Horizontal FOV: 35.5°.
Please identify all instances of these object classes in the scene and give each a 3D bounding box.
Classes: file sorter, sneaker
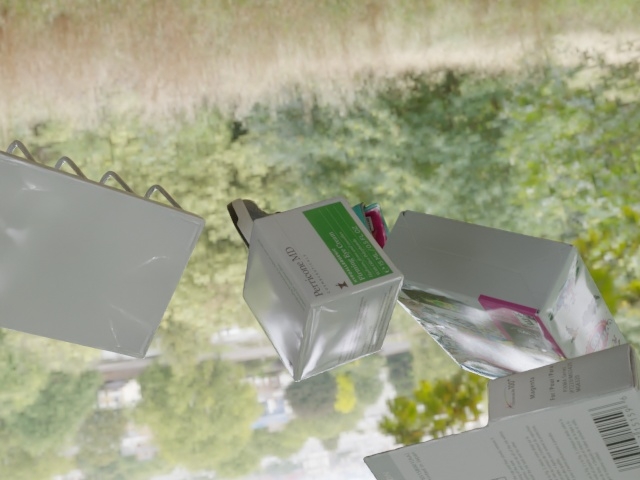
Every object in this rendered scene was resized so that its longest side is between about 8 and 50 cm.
[{"bbox_3d":[-0.323,-0.006,1.200,0.278,0.192,0.173,18,-168,-34],"label":"file sorter"},{"bbox_3d":[0.000,0.000,1.339,0.178,0.295,0.123,-31,135,-9],"label":"sneaker"}]

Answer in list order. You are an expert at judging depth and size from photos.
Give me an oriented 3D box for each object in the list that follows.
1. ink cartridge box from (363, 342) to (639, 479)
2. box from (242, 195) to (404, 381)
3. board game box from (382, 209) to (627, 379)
[{"bbox_3d":[0.205,0.234,0.890,0.239,0.060,0.275,-19,120,23],"label":"ink cartridge box"},{"bbox_3d":[-0.001,0.038,0.813,0.087,0.101,0.102,-17,143,-25],"label":"box"},{"bbox_3d":[0.231,0.092,1.226,0.224,0.097,0.303,15,161,37],"label":"board game box"}]
